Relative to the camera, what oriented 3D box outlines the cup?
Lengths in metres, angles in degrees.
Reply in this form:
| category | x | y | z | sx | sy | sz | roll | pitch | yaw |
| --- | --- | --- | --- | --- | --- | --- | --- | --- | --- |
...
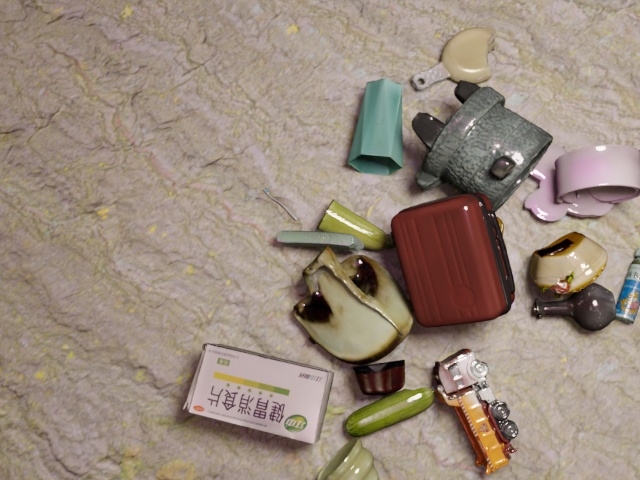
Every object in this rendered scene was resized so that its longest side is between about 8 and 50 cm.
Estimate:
| category | x | y | z | sx | sy | sz | roll | pitch | yaw |
| --- | --- | --- | --- | --- | --- | --- | --- | --- | --- |
| cup | 0.157 | -0.310 | 1.475 | 0.148 | 0.134 | 0.235 | 5 | 74 | 3 |

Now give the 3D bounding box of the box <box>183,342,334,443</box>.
| category | x | y | z | sx | sy | sz | roll | pitch | yaw |
| --- | --- | --- | --- | --- | --- | --- | --- | --- | --- |
| box | -0.146 | 0.370 | 1.337 | 0.333 | 0.145 | 0.173 | 12 | 77 | 7 |

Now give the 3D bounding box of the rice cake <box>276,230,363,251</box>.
| category | x | y | z | sx | sy | sz | roll | pitch | yaw |
| --- | --- | --- | --- | --- | --- | --- | --- | --- | --- |
| rice cake | -0.001 | 0.000 | 1.412 | 0.222 | 0.080 | 0.042 | 3 | 83 | 26 |

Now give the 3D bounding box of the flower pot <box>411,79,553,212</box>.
| category | x | y | z | sx | sy | sz | roll | pitch | yaw |
| --- | --- | --- | --- | --- | --- | --- | --- | --- | --- |
| flower pot | 0.376 | -0.224 | 1.351 | 0.283 | 0.299 | 0.299 | 42 | 84 | 16 |

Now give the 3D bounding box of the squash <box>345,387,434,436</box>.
| category | x | y | z | sx | sy | sz | roll | pitch | yaw |
| --- | --- | --- | --- | --- | --- | --- | --- | --- | --- |
| squash | 0.172 | 0.421 | 1.338 | 0.239 | 0.069 | 0.069 | -22 | 77 | 0 |

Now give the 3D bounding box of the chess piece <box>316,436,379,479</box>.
| category | x | y | z | sx | sy | sz | roll | pitch | yaw |
| --- | --- | --- | --- | --- | --- | --- | --- | --- | --- |
| chess piece | 0.127 | 0.609 | 1.275 | 0.144 | 0.144 | 0.251 | -45 | 84 | -5 |

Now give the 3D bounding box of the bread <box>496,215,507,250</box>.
| category | x | y | z | sx | sy | sz | roll | pitch | yaw |
| --- | --- | --- | --- | --- | --- | --- | --- | --- | --- |
| bread | 0.391 | 0.050 | 1.375 | 0.161 | 0.088 | 0.232 | 4 | 95 | 22 |

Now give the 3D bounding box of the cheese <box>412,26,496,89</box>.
| category | x | y | z | sx | sy | sz | roll | pitch | yaw |
| --- | --- | --- | --- | --- | --- | --- | --- | --- | --- |
| cheese | 0.378 | -0.513 | 1.525 | 0.249 | 0.071 | 0.163 | -6 | 77 | 4 |

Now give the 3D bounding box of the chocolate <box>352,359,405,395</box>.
| category | x | y | z | sx | sy | sz | roll | pitch | yaw |
| --- | --- | --- | --- | --- | --- | --- | --- | --- | --- |
| chocolate | 0.136 | 0.343 | 1.331 | 0.125 | 0.149 | 0.080 | -21 | 73 | 41 |

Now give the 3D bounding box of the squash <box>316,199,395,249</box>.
| category | x | y | z | sx | sy | sz | roll | pitch | yaw |
| --- | --- | --- | --- | --- | --- | --- | --- | --- | --- |
| squash | 0.110 | -0.029 | 1.436 | 0.225 | 0.094 | 0.094 | 23 | 81 | 4 |

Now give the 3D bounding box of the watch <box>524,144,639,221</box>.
| category | x | y | z | sx | sy | sz | roll | pitch | yaw |
| --- | --- | --- | --- | --- | --- | --- | --- | --- | --- |
| watch | 0.657 | -0.165 | 1.347 | 0.249 | 0.217 | 0.210 | 2 | 78 | 5 |

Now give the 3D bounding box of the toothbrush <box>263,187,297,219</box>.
| category | x | y | z | sx | sy | sz | roll | pitch | yaw |
| --- | --- | --- | --- | --- | --- | --- | --- | --- | --- |
| toothbrush | -0.111 | -0.101 | 1.508 | 0.131 | 0.011 | 0.013 | 44 | 106 | 12 |

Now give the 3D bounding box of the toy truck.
| category | x | y | z | sx | sy | sz | roll | pitch | yaw |
| --- | --- | --- | --- | --- | --- | --- | --- | --- | --- |
| toy truck | 0.370 | 0.405 | 1.304 | 0.135 | 0.114 | 0.270 | -23 | 79 | -5 |

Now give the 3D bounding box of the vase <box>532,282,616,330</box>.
| category | x | y | z | sx | sy | sz | roll | pitch | yaw |
| --- | --- | --- | --- | --- | --- | --- | --- | --- | --- |
| vase | 0.623 | 0.166 | 1.337 | 0.183 | 0.120 | 0.120 | -6 | 77 | 18 |

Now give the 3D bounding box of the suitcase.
| category | x | y | z | sx | sy | sz | roll | pitch | yaw |
| --- | --- | --- | --- | --- | --- | --- | --- | --- | --- |
| suitcase | 0.310 | 0.046 | 1.266 | 0.237 | 0.161 | 0.296 | -13 | 93 | 37 |

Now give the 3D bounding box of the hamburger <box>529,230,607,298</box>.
| category | x | y | z | sx | sy | sz | roll | pitch | yaw |
| --- | --- | --- | --- | --- | --- | --- | --- | --- | --- |
| hamburger | 0.595 | 0.059 | 1.310 | 0.173 | 0.210 | 0.116 | -31 | 90 | 10 |

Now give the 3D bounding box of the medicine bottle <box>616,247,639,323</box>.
| category | x | y | z | sx | sy | sz | roll | pitch | yaw |
| --- | --- | --- | --- | --- | --- | --- | --- | --- | --- |
| medicine bottle | 0.790 | 0.114 | 1.359 | 0.051 | 0.051 | 0.191 | 23 | 80 | 10 |

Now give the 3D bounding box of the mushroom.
| category | x | y | z | sx | sy | sz | roll | pitch | yaw |
| --- | --- | --- | --- | --- | --- | --- | --- | --- | --- |
| mushroom | 0.073 | 0.166 | 1.382 | 0.292 | 0.212 | 0.217 | 37 | 125 | 3 |
